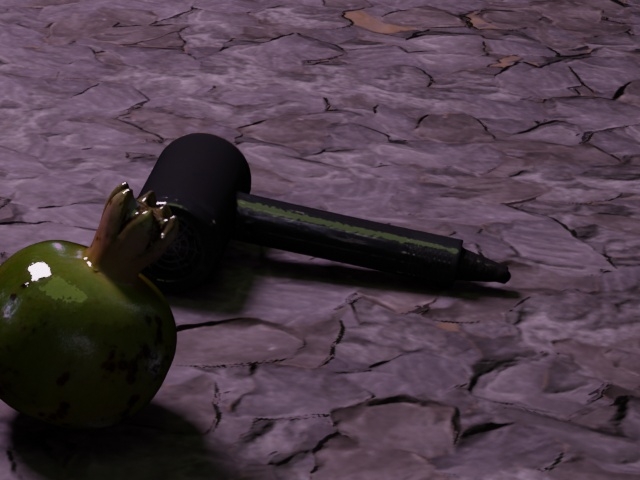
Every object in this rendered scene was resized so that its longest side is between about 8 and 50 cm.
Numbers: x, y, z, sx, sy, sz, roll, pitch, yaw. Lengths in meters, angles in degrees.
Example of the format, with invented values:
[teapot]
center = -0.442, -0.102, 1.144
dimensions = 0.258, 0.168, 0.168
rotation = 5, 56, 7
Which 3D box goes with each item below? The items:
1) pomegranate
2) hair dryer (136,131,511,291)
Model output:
[pomegranate]
center = -0.127, 0.035, 1.016
dimensions = 0.114, 0.142, 0.114
rotation = 27, 15, -8
[hair dryer]
center = 0.000, 0.000, 1.223
dimensions = 0.255, 0.070, 0.128
rotation = 12, 25, 5
